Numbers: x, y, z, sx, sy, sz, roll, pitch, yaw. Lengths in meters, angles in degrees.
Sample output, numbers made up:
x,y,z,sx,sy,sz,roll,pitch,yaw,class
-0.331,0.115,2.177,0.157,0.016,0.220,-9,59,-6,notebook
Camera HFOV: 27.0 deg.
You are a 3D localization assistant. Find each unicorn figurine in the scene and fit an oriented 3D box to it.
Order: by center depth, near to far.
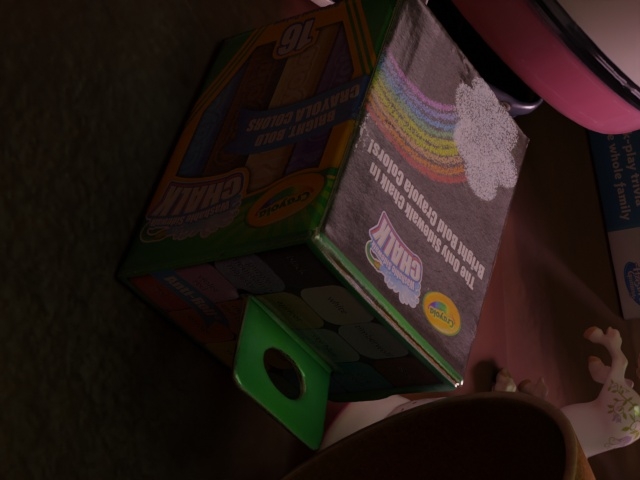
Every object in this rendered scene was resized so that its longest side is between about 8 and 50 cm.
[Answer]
x,y,z,sx,sy,sz,roll,pitch,yaw,class
0.160,0.127,0.870,0.060,0.162,0.111,29,33,-37,unicorn figurine

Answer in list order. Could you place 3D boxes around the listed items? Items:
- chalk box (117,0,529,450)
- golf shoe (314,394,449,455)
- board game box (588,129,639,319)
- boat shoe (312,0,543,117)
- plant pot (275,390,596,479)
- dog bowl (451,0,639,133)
x,y,z,sx,sy,sz,roll,pitch,yaw,class
0.000,0.000,0.679,0.132,0.132,0.213,47,50,-35,chalk box
0.096,0.228,0.733,0.115,0.140,0.306,-32,108,-50,golf shoe
0.363,-0.089,0.972,0.079,0.336,0.253,-10,89,-51,board game box
0.049,-0.158,0.812,0.254,0.079,0.095,50,47,-31,boat shoe
0.068,0.239,0.589,0.254,0.237,0.237,57,43,-11,plant pot
0.154,-0.242,0.818,0.408,0.150,0.408,40,32,-31,dog bowl
